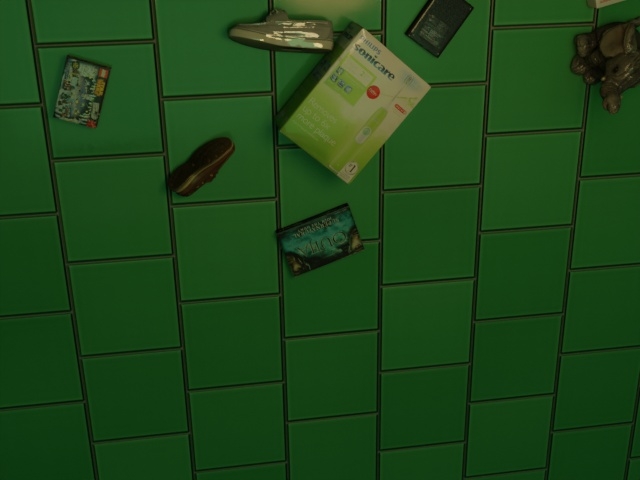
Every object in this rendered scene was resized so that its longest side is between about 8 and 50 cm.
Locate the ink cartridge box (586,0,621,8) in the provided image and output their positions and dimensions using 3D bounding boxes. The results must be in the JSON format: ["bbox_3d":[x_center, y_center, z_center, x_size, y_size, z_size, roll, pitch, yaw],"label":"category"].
[{"bbox_3d":[0.640,-0.590,1.852,0.088,0.052,0.122,-17,115,-3],"label":"ink cartridge box"}]

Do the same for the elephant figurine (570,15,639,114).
[{"bbox_3d":[0.675,-0.392,1.835,0.169,0.239,0.186,0,112,-9],"label":"elephant figurine"}]

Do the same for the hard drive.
[{"bbox_3d":[0.265,-0.489,1.844,0.094,0.022,0.135,31,104,-19],"label":"hard drive"}]

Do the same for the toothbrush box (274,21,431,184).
[{"bbox_3d":[0.067,-0.303,1.833,0.206,0.122,0.283,37,100,-21],"label":"toothbrush box"}]

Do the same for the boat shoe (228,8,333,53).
[{"bbox_3d":[-0.083,-0.452,1.779,0.227,0.079,0.081,4,90,-9],"label":"boat shoe"}]

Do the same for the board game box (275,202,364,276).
[{"bbox_3d":[0.000,0.000,1.994,0.186,0.026,0.126,-22,113,-1],"label":"board game box"}]

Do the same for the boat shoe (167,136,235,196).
[{"bbox_3d":[-0.262,-0.164,1.870,0.178,0.064,0.060,-38,143,8],"label":"boat shoe"}]

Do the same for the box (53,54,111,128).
[{"bbox_3d":[-0.511,-0.318,1.777,0.094,0.027,0.137,13,109,-16],"label":"box"}]
